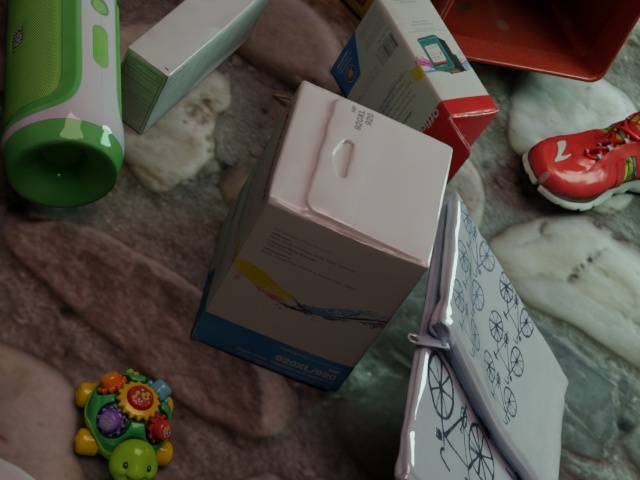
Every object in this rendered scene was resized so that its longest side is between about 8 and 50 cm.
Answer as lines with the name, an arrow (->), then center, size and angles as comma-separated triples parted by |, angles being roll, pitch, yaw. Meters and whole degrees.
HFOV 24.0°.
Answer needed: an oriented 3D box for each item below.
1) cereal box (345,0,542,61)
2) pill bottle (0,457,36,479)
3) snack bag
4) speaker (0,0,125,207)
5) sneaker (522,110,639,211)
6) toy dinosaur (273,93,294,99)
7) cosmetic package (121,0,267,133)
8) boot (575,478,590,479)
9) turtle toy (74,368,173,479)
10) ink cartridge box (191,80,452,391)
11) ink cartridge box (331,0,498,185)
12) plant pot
cereal box -> 0.158, -0.310, 1.958 | 0.240, 0.047, 0.173 | -29, 73, -42
pill bottle -> -0.326, 0.313, 1.104 | 0.176, 0.176, 0.318 | 42, 46, 7
snack bag -> 0.165, 0.178, 1.448 | 0.323, 0.037, 0.343 | 57, 33, -37
speaker -> -0.267, -0.182, 1.559 | 0.131, 0.131, 0.297 | 10, 51, -22
sneaker -> 0.367, -0.118, 1.871 | 0.279, 0.118, 0.107 | -13, 61, -36
toy dinosaur -> 0.031, -0.100, 1.710 | 0.112, 0.064, 0.212 | 1, 54, -27
cosmetic package -> -0.143, -0.224, 1.688 | 0.060, 0.099, 0.239 | 38, 45, 3
boot -> 0.331, 0.368, 1.486 | 0.248, 0.090, 0.207 | 37, 39, -9
turtle toy -> -0.173, 0.171, 1.377 | 0.095, 0.066, 0.130 | 11, 50, -21
ink cartridge box -> 0.000, 0.000, 1.492 | 0.168, 0.233, 0.171 | 22, 48, -9
ink cartridge box -> 0.117, -0.158, 1.754 | 0.078, 0.134, 0.231 | -11, 61, -35
plant pot -> 0.259, -0.389, 1.883 | 0.267, 0.267, 0.236 | 6, 40, -27
